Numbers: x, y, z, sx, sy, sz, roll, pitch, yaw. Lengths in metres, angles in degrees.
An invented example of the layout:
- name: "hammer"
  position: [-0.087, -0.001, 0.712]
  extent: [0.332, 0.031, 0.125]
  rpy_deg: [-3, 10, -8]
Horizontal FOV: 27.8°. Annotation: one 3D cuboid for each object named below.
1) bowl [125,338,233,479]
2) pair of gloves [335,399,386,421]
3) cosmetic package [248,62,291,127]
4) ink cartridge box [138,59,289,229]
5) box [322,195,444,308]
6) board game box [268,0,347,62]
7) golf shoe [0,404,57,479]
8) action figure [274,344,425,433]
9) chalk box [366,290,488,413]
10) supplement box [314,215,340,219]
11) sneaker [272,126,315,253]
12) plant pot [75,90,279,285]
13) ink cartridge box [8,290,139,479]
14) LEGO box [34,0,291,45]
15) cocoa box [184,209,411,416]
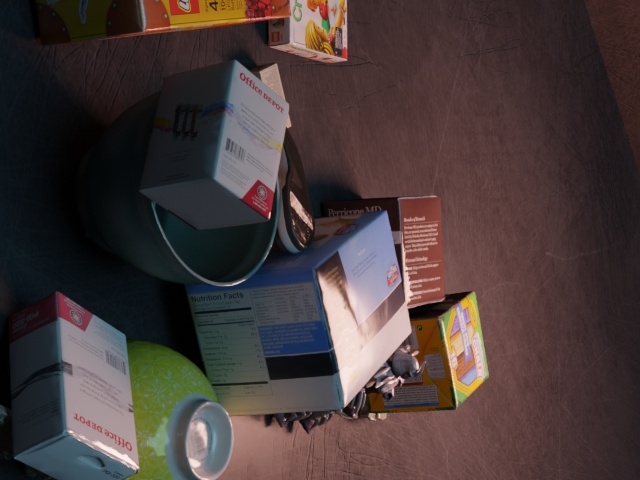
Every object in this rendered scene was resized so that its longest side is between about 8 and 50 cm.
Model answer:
- name: "bowl"
  position: [-0.221, 0.288, 1.867]
  extent: [0.289, 0.156, 0.289]
  rpy_deg: [3, 86, -58]
- name: "pair of gloves"
  position: [0.070, 0.238, 2.433]
  extent: [0.240, 0.042, 0.204]
  rpy_deg: [18, 67, -63]
- name: "cosmetic package"
  position: [-0.092, -0.240, 2.206]
  extent: [0.060, 0.041, 0.115]
  rpy_deg: [-35, 118, -54]
- name: "ink cartridge box"
  position: [-0.136, -0.123, 1.686]
  extent: [0.128, 0.127, 0.176]
  rpy_deg: [37, 55, -47]
- name: "box"
  position: [0.119, 0.021, 2.408]
  extent: [0.167, 0.169, 0.203]
  rpy_deg: [-7, 94, -57]
- name: "board game box"
  position: [-0.022, -0.485, 2.320]
  extent: [0.193, 0.053, 0.305]
  rpy_deg: [3, 86, -57]
- name: "golf shoe"
  position: [-0.392, 0.249, 1.704]
  extent: [0.176, 0.069, 0.086]
  rpy_deg: [52, 24, -45]
- name: "action figure"
  position: [0.059, 0.250, 2.190]
  extent: [0.185, 0.285, 0.099]
  rpy_deg: [1, 70, -57]
- name: "chalk box"
  position: [0.208, 0.206, 2.477]
  extent: [0.289, 0.180, 0.179]
  rpy_deg: [-21, 103, -64]
- name: "supplement box"
  position: [0.000, 0.000, 2.299]
  extent: [0.056, 0.083, 0.083]
  rpy_deg: [-1, 88, -57]
- name: "sneaker"
  position: [-0.117, -0.065, 2.027]
  extent: [0.295, 0.178, 0.123]
  rpy_deg: [-100, 163, -50]
- name: "plant pot"
  position: [-0.222, -0.073, 1.842]
  extent: [0.293, 0.196, 0.293]
  rpy_deg: [13, 74, -55]
- name: "ink cartridge box"
  position: [-0.324, 0.202, 1.694]
  extent: [0.158, 0.092, 0.217]
  rpy_deg: [42, 26, -48]
- name: "LEGO box"
  position: [-0.246, -0.547, 1.837]
  extent: [0.372, 0.193, 0.500]
  rpy_deg: [-22, 107, -57]
- name: "cocoa box"
  position: [-0.026, 0.108, 2.072]
  extent: [0.347, 0.232, 0.227]
  rpy_deg: [-38, 118, -63]
